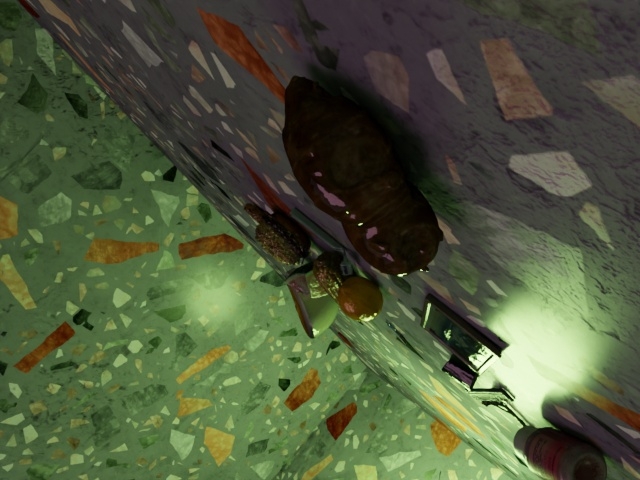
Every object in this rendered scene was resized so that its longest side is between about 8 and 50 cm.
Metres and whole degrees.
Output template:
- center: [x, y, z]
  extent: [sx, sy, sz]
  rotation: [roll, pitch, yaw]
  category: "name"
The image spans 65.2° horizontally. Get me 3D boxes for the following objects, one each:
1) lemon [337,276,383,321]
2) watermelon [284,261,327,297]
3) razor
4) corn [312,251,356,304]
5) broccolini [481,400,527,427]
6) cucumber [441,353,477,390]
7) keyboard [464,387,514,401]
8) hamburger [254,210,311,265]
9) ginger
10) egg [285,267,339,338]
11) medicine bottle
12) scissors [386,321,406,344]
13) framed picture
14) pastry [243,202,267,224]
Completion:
- center: [0.135, 0.196, 1.647]
  extent: [0.187, 0.142, 0.142]
  rotation: [37, 174, -38]
  category: "lemon"
- center: [-0.004, 0.113, 1.825]
  extent: [0.128, 0.231, 0.146]
  rotation: [60, 152, 29]
  category: "watermelon"
- center: [0.007, -0.008, 1.591]
  extent: [0.278, 0.056, 0.111]
  rotation: [47, 171, 19]
  category: "razor"
- center: [0.081, 0.166, 1.770]
  extent: [0.120, 0.120, 0.363]
  rotation: [31, 161, 46]
  category: "corn"
- center: [0.612, 0.566, 1.633]
  extent: [0.194, 0.054, 0.052]
  rotation: [39, 149, 9]
  category: "broccolini"
- center: [0.449, 0.423, 1.615]
  extent: [0.115, 0.062, 0.116]
  rotation: [32, 166, 29]
  category: "cucumber"
- center: [0.530, 0.487, 1.580]
  extent: [0.055, 0.014, 0.176]
  rotation: [42, 154, -8]
  category: "keyboard"
- center: [-0.143, 0.000, 1.874]
  extent: [0.243, 0.139, 0.262]
  rotation: [40, 169, 15]
  category: "hamburger"
- center: [0.055, -0.108, 0.839]
  extent: [0.357, 0.152, 0.274]
  rotation: [50, -174, -28]
  category: "ginger"
- center: [-0.018, 0.249, 2.196]
  extent: [0.337, 0.201, 0.337]
  rotation: [90, 154, -62]
  category: "egg"
- center: [0.643, 0.592, 1.370]
  extent: [0.147, 0.147, 0.247]
  rotation: [44, 168, -6]
  category: "medicine bottle"
- center: [0.309, 0.376, 2.021]
  extent: [0.119, 0.014, 0.058]
  rotation: [48, 169, -9]
  category: "scissors"
- center: [0.377, 0.268, 1.387]
  extent: [0.232, 0.024, 0.315]
  rotation: [40, 167, 22]
  category: "framed picture"
- center: [-0.259, -0.103, 2.103]
  extent: [0.140, 0.056, 0.080]
  rotation: [34, 177, 28]
  category: "pastry"
